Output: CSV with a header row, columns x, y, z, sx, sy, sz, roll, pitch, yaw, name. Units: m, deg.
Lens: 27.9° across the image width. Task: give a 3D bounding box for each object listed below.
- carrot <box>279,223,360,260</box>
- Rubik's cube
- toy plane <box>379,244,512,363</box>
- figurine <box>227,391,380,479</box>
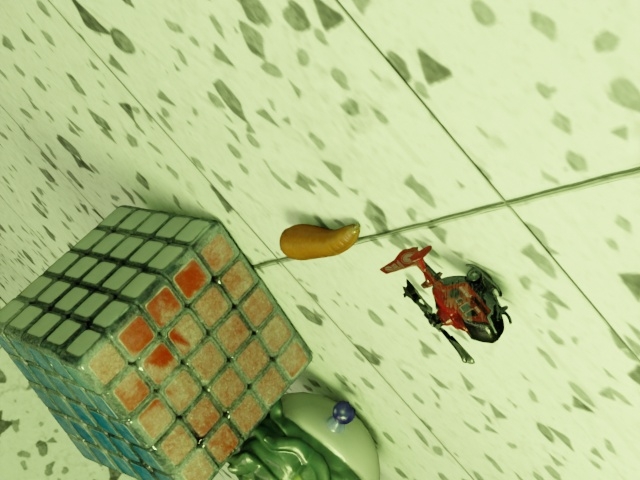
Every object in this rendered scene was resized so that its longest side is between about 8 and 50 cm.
x,y,z,sx,sy,sz,roll,pitch,yaw,name
0.000,0.000,1.182,0.035,0.035,0.142,52,154,-18,carrot
-0.199,0.122,1.502,0.237,0.238,0.237,9,138,48,Rubik's cube
0.102,0.045,1.017,0.145,0.060,0.037,48,169,47,toy plane
-0.035,0.305,1.634,0.261,0.186,0.382,22,157,1,figurine
